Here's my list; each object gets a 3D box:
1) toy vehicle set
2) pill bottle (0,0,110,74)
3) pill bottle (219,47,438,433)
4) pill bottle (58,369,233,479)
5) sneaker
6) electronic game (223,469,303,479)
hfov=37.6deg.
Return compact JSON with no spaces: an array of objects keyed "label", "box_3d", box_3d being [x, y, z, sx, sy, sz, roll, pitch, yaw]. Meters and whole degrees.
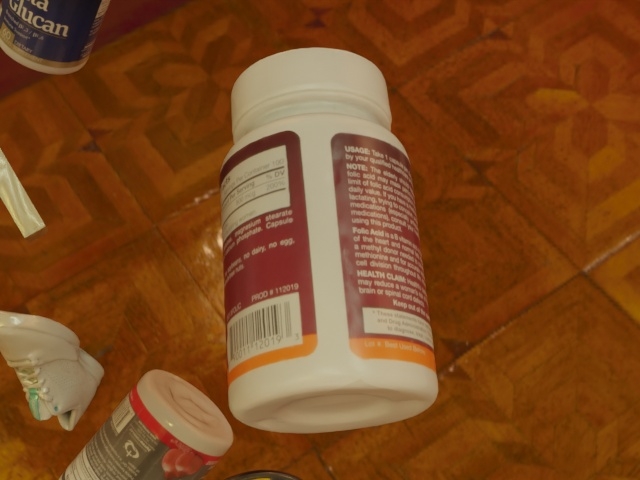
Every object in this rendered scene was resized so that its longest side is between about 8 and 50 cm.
[{"label":"toy vehicle set","box_3d":[-0.502,-0.123,1.445,0.035,0.166,0.267,-30,94,-14]},{"label":"pill bottle","box_3d":[-0.240,-0.248,0.880,0.094,0.169,0.094,20,39,-17]},{"label":"pill bottle","box_3d":[0.000,0.000,1.055,0.224,0.224,0.392,-6,67,4]},{"label":"pill bottle","box_3d":[-0.297,0.373,1.464,0.176,0.176,0.318,43,97,30]},{"label":"sneaker","box_3d":[-0.311,0.152,1.057,0.080,0.212,0.094,3,62,19]},{"label":"electronic game","box_3d":[-0.084,0.414,1.233,0.229,0.229,0.048,-35,16,-16]}]
